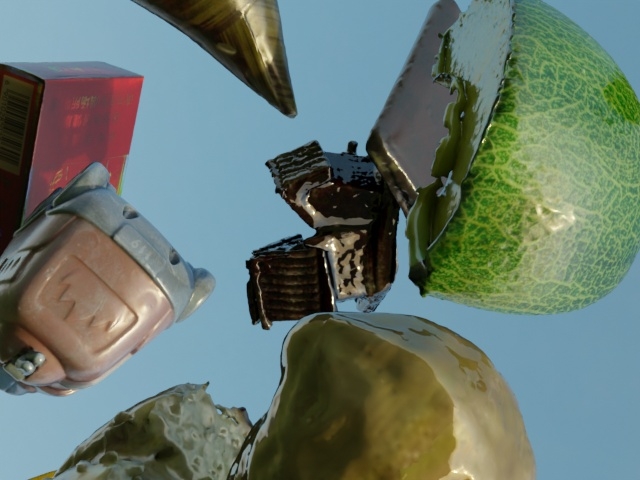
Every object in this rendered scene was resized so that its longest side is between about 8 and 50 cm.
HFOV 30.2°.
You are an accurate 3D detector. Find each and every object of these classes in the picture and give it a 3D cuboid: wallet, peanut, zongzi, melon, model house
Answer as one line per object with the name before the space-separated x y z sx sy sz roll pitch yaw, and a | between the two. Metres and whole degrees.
wallet | 0.124 -0.112 1.215 0.049 0.229 0.182 -5 -47 34
peanut | 0.039 0.199 0.652 0.192 0.169 0.387 34 -37 44
zongzi | -0.149 -0.186 0.808 0.248 0.111 0.241 -6 -77 13
melon | 0.166 -0.069 0.808 0.129 0.169 0.265 -54 -162 44
model house | -0.002 -0.008 1.249 0.141 0.164 0.203 -137 -132 -72

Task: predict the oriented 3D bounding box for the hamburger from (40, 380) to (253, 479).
hamburger | -0.136 0.350 0.815 0.287 0.268 0.445 -16 -78 33

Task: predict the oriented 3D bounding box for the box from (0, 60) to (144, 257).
box | -0.347 -0.073 1.549 0.089 0.197 0.313 22 -72 24

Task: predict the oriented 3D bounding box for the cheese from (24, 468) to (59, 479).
cheese | -0.306 0.336 1.536 0.126 0.171 0.093 124 -49 -74

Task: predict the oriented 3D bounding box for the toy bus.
toy bus | -0.281 0.069 1.329 0.197 0.232 0.294 46 -27 -14
